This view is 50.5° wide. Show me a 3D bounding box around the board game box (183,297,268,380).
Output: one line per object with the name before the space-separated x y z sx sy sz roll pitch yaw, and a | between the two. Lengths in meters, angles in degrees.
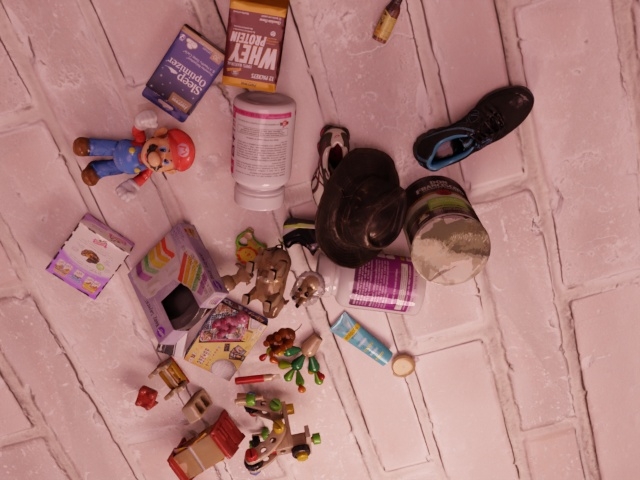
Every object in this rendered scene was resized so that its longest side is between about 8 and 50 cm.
board game box | -0.291 0.304 2.085 0.165 0.042 0.243 29 112 -14

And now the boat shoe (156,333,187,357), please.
boat shoe | -0.435 0.217 2.013 0.102 0.108 0.301 11 122 -8

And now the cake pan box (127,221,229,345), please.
cake pan box | -0.400 0.125 1.893 0.246 0.267 0.070 -42 152 21

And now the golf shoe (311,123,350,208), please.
golf shoe | 0.028 -0.170 1.822 0.105 0.120 0.272 -1 117 -2

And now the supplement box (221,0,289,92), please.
supplement box | -0.154 -0.481 1.629 0.129 0.191 0.194 8 116 -4

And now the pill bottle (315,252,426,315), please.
pill bottle | 0.137 0.114 1.931 0.302 0.169 0.169 8 115 -5

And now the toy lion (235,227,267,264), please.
toy lion | -0.210 0.024 1.961 0.096 0.034 0.100 -31 113 22

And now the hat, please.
hat | 0.141 -0.076 1.759 0.331 0.134 0.331 -11 107 -40

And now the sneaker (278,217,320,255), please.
sneaker | 0.000 0.000 1.907 0.235 0.084 0.097 7 78 6

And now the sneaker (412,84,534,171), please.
sneaker | 0.408 -0.278 1.764 0.341 0.139 0.125 -31 110 12

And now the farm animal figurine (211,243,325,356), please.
farm animal figurine | -0.170 0.145 1.921 0.330 0.172 0.326 33 117 10

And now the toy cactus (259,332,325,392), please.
toy cactus | -0.062 0.367 2.096 0.219 0.112 0.180 35 101 -7

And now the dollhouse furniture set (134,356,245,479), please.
dollhouse furniture set | -0.437 0.565 2.174 0.201 0.152 0.374 -33 94 15

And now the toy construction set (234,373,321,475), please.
toy construction set | -0.126 0.550 2.097 0.237 0.257 0.308 -8 112 1

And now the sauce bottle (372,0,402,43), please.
sauce bottle | 0.171 -0.555 1.683 0.042 0.042 0.128 21 111 -11

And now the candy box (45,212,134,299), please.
candy box | -0.658 0.047 1.941 0.165 0.070 0.196 36 110 -16

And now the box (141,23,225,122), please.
box | -0.351 -0.421 1.743 0.136 0.036 0.225 34 112 -15

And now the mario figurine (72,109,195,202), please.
mario figurine | -0.483 -0.218 1.758 0.321 0.170 0.198 -6 150 10

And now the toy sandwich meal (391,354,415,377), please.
toy sandwich meal | 0.262 0.395 2.145 0.086 0.029 0.085 0 111 0

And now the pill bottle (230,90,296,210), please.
pill bottle | -0.152 -0.231 1.766 0.160 0.160 0.283 5 115 -3

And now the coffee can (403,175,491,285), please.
coffee can | 0.322 -0.032 1.804 0.202 0.275 0.201 -1 116 -1

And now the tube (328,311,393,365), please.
tube | 0.129 0.307 2.094 0.207 0.052 0.080 37 100 -10
